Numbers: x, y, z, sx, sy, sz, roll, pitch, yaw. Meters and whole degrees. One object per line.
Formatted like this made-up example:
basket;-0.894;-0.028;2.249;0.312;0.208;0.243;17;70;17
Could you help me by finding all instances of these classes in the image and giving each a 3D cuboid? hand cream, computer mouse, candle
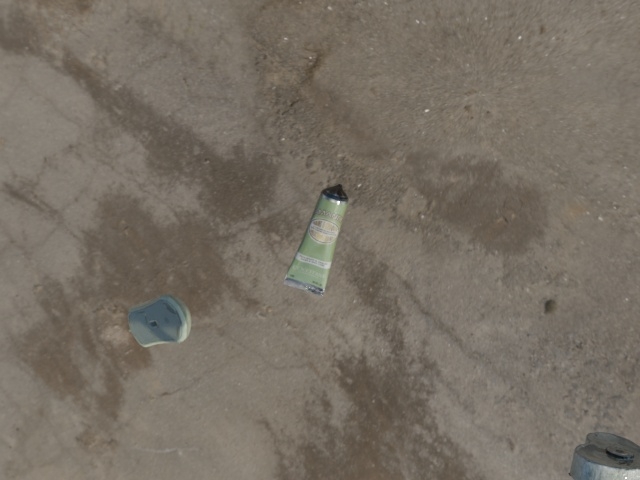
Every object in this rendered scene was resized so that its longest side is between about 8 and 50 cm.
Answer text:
hand cream;0.000;0.000;1.003;0.086;0.055;0.235;20;110;0
computer mouse;-0.284;0.144;0.910;0.181;0.056;0.089;-19;89;37
candle;0.604;0.456;1.018;0.168;0.192;0.068;7;96;39
